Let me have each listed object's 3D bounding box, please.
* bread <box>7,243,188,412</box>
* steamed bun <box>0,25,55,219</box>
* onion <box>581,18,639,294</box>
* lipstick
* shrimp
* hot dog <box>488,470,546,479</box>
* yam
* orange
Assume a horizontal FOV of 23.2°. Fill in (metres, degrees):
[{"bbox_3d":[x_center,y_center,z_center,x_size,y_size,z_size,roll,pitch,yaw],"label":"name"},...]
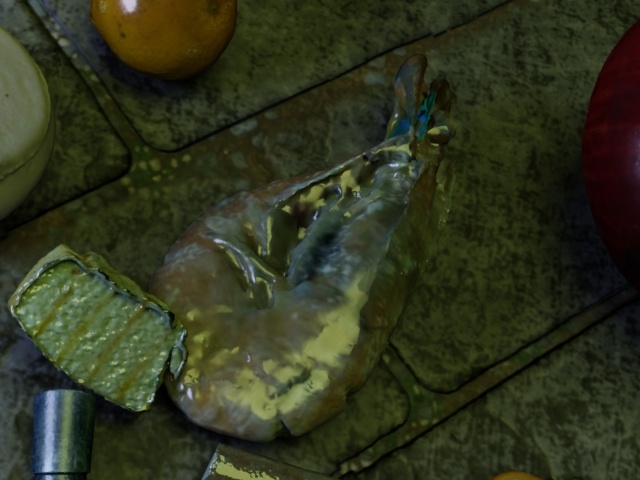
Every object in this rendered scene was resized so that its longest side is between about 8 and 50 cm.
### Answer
[{"bbox_3d":[-0.197,0.071,1.361,0.156,0.110,0.103,43,83,-18],"label":"bread"},{"bbox_3d":[-0.356,-0.099,1.377,0.232,0.145,0.232,19,48,-22],"label":"steamed bun"},{"bbox_3d":[0.410,-0.060,1.495,0.341,0.341,0.341,8,59,-13],"label":"onion"},{"bbox_3d":[-0.219,0.239,1.283,0.053,0.053,0.234,7,61,-13],"label":"lipstick"},{"bbox_3d":[0.000,0.000,1.469,0.221,0.110,0.445,30,60,11],"label":"shrimp"},{"bbox_3d":[0.248,0.286,1.392,0.249,0.068,0.100,24,47,-6],"label":"hot dog"},{"bbox_3d":[-0.039,0.216,1.352,0.132,0.054,0.054,18,57,-5],"label":"yam"},{"bbox_3d":[-0.155,-0.232,1.521,0.134,0.154,0.154,6,52,27],"label":"orange"}]
